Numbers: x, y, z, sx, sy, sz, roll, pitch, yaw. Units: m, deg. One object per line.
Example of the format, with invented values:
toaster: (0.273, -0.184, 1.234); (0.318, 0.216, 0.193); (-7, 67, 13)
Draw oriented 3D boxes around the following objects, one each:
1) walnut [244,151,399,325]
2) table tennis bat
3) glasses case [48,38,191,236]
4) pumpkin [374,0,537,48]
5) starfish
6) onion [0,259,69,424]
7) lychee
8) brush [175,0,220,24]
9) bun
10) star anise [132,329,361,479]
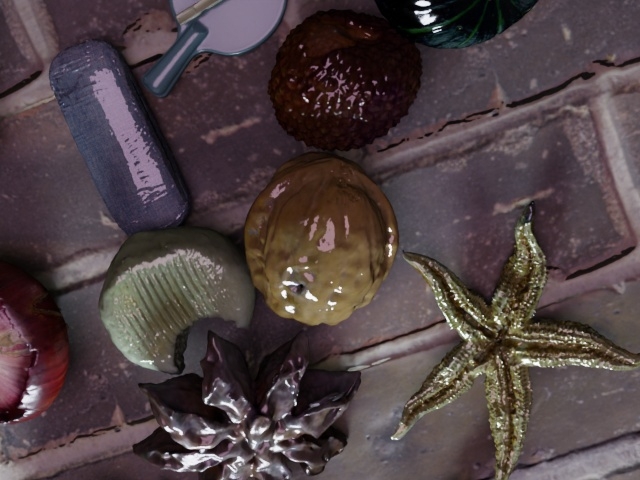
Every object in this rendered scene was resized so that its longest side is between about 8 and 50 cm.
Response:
walnut: (0.000, 0.000, 1.479); (0.198, 0.198, 0.245); (13, 125, 3)
table tennis bat: (-0.147, -0.287, 1.512); (0.153, 0.040, 0.244); (40, 102, -2)
glasses case: (-0.268, -0.132, 1.552); (0.109, 0.067, 0.282); (-21, 104, 16)
pumpkin: (0.156, -0.366, 1.378); (0.248, 0.248, 0.248); (2, 105, 6)
starfish: (0.224, 0.139, 1.557); (0.358, 0.078, 0.347); (-33, 99, 14)
onion: (-0.450, 0.134, 1.598); (0.248, 0.161, 0.248); (2, 97, 13)
lychee: (0.026, -0.191, 1.449); (0.188, 0.188, 0.188); (2, 105, 6)
brush: (-0.149, -0.303, 1.489); (0.083, 0.013, 0.016); (-29, 88, 14)
bun: (-0.190, 0.074, 1.562); (0.212, 0.126, 0.204); (-7, 111, -1)
star anise: (-0.098, 0.247, 1.565); (0.331, 0.118, 0.332); (-6, 126, -9)
